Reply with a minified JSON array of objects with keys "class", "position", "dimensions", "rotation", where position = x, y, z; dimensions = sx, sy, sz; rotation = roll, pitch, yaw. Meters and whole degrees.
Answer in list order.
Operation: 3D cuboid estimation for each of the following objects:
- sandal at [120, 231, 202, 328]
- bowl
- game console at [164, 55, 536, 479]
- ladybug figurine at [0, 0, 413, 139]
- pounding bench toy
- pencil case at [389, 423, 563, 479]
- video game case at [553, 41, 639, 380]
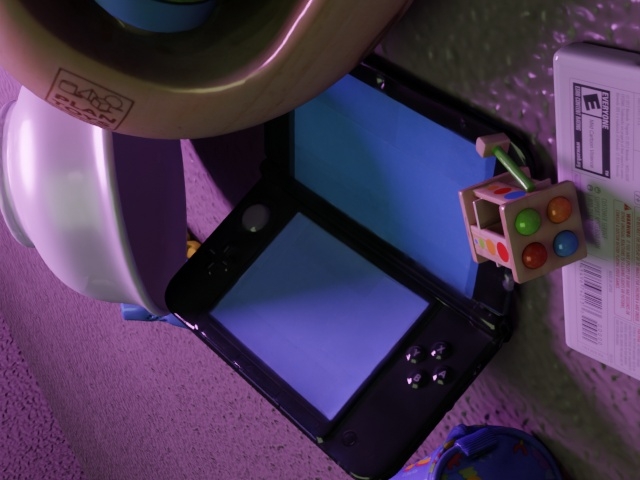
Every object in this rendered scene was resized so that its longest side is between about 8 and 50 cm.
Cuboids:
[{"class":"sandal","position":[-0.180,0.060,1.131],"dimensions":[0.317,0.138,0.126],"rotation":[32,140,37]},{"class":"bowl","position":[-0.221,-0.068,0.908],"dimensions":[0.298,0.134,0.297],"rotation":[-6,-90,-87]},{"class":"game console","position":[0.000,0.000,0.764],"dimensions":[0.293,0.250,0.173],"rotation":[36,171,36]},{"class":"ladybug figurine","position":[-0.080,-0.229,0.589],"dimensions":[0.305,0.162,0.449],"rotation":[24,144,-19]},{"class":"pounding bench toy","position":[0.127,-0.025,0.604],"dimensions":[0.065,0.052,0.083],"rotation":[-147,39,-67]},{"class":"pencil case","position":[0.106,0.260,0.892],"dimensions":[0.133,0.119,0.306],"rotation":[62,153,15]},{"class":"video game case","position":[0.229,0.009,0.554],"dimensions":[0.206,0.026,0.227],"rotation":[26,137,45]}]
